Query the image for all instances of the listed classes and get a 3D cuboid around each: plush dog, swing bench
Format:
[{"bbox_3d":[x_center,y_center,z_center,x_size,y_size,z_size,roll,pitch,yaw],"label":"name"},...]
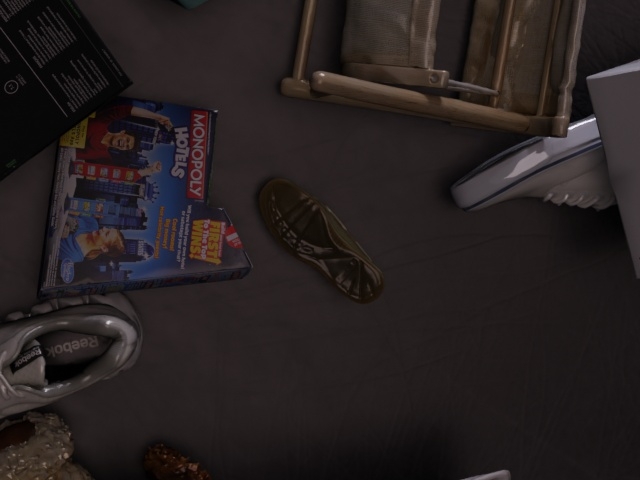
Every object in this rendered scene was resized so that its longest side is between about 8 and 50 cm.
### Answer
[{"bbox_3d":[-0.193,0.297,1.791,0.225,0.262,0.211,-9,130,1],"label":"plush dog"},{"bbox_3d":[0.117,-0.239,1.804,0.254,0.165,0.253,9,91,-12],"label":"swing bench"}]

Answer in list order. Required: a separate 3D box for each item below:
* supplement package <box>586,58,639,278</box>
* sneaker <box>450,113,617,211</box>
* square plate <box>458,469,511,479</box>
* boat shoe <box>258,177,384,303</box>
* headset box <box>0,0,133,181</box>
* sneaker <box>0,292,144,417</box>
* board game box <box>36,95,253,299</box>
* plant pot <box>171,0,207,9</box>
[{"bbox_3d":[0.422,-0.099,1.795,0.262,0.198,0.199,-21,99,-40],"label":"supplement package"},{"bbox_3d":[0.254,-0.069,1.876,0.258,0.094,0.091,-22,93,-8],"label":"sneaker"},{"bbox_3d":[0.007,0.384,1.793,0.347,0.049,0.344,-13,125,-30],"label":"square plate"},{"bbox_3d":[0.002,-0.001,1.871,0.153,0.048,0.056,41,100,-3],"label":"boat shoe"},{"bbox_3d":[-0.357,-0.162,1.705,0.283,0.131,0.246,-39,127,-4],"label":"headset box"},{"bbox_3d":[-0.305,0.121,1.791,0.292,0.118,0.110,-20,99,-6],"label":"sneaker"},{"bbox_3d":[-0.157,-0.030,1.816,0.194,0.060,0.194,8,78,-11],"label":"board game box"},{"bbox_3d":[-0.137,-0.338,1.760,0.165,0.165,0.234,-28,106,-6],"label":"plant pot"}]
